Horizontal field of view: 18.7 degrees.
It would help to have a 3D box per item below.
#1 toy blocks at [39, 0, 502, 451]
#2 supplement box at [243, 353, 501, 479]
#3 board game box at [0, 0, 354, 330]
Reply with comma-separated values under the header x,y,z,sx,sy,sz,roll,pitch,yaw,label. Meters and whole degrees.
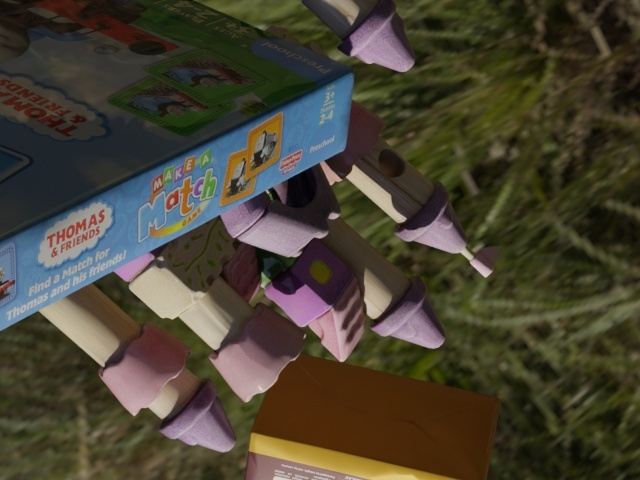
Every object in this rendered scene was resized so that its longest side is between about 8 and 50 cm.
x,y,z,sx,sy,sz,roll,pitch,yaw,label
0.000,0.000,1.420,0.260,0.288,0.309,43,139,-9,toy blocks
0.035,0.223,1.620,0.191,0.129,0.194,12,120,5,supplement box
-0.113,-0.041,0.648,0.160,0.211,0.039,26,124,26,board game box
